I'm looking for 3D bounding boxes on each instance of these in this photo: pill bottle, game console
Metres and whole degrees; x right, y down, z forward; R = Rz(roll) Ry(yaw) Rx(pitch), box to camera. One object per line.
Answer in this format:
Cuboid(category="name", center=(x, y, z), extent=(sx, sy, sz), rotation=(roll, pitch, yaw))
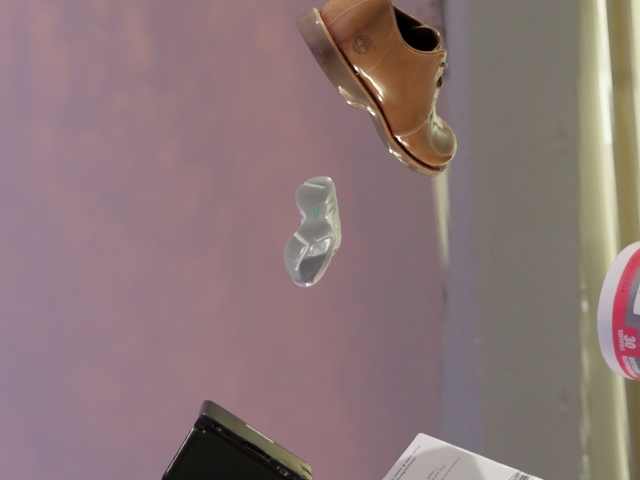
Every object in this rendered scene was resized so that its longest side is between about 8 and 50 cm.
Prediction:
Cuboid(category="pill bottle", center=(0.503, 0.102, 1.739), extent=(0.176, 0.318, 0.176), rotation=(-10, -77, -47))
Cuboid(category="game console", center=(-0.074, 0.212, 1.336), extent=(0.071, 0.122, 0.107), rotation=(-55, 5, 4))

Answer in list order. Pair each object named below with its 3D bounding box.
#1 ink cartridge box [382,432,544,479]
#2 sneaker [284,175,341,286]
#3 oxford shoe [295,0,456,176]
Cuboid(category="ink cartridge box", center=(0.204, 0.330, 1.512), extent=(0.114, 0.273, 0.197), rotation=(-49, -54, -20))
Cuboid(category="sneaker", center=(0.000, 0.000, 1.550), extent=(0.152, 0.053, 0.061), rotation=(-79, -27, -48))
Cuboid(category="oxford shoe", center=(0.062, -0.108, 1.034), extent=(0.076, 0.076, 0.212), rotation=(63, -169, 30))
